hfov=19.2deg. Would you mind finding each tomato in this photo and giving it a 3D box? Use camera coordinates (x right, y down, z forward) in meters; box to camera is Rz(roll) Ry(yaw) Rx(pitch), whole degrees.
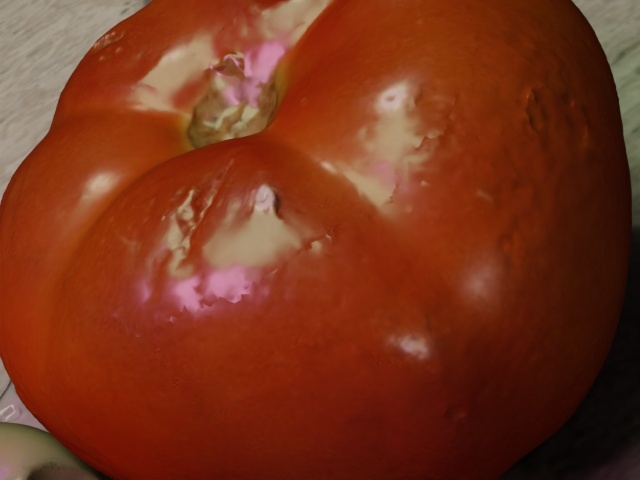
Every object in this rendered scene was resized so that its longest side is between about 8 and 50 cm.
[{"bbox_3d":[0.000,0.003,0.714,0.260,0.180,0.260,-25,33,17],"label":"tomato"}]

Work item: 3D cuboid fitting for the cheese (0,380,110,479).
[{"bbox_3d":[-0.141,0.117,0.774,0.163,0.082,0.286,-10,37,31],"label":"cheese"}]
